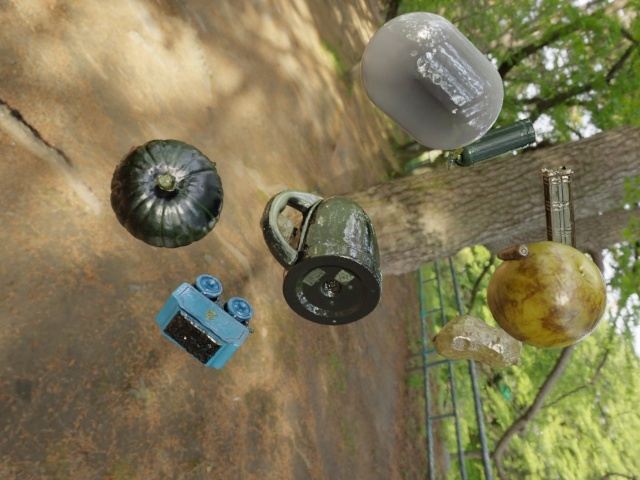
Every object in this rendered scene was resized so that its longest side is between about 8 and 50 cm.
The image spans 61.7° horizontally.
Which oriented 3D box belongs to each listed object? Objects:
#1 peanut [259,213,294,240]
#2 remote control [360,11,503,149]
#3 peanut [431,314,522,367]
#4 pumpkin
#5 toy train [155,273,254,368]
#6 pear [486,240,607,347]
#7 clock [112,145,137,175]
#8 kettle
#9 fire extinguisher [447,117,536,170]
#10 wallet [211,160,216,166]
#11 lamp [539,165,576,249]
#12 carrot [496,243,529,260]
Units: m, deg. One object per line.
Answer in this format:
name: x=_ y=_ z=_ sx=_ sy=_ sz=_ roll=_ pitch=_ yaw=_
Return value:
peanut: x=-0.146 y=-0.048 z=1.804 sx=0.098 sy=0.090 sz=0.214 roll=48 pitch=-6 yaw=-29
remote control: x=0.235 y=-0.324 z=1.123 sx=0.332 sy=0.221 sz=0.103 roll=36 pitch=31 yaw=-21
peanut: x=0.522 y=0.328 z=1.773 sx=0.143 sy=0.292 sz=0.159 roll=99 pitch=1 yaw=-69
pumpkin: x=-0.336 y=-0.105 z=1.179 sx=0.216 sy=0.250 sz=0.249 roll=152 pitch=-82 yaw=-75
toy train: x=-0.390 y=0.281 z=1.867 sx=0.300 sy=0.188 sz=0.265 roll=38 pitch=27 yaw=-3
pear: x=0.549 y=0.135 z=1.313 sx=0.281 sy=0.281 sz=0.280 roll=-21 pitch=90 yaw=-74
clock: x=-0.722 y=-0.287 z=2.089 sx=0.061 sy=0.155 sz=0.113 roll=47 pitch=15 yaw=15
kettle: x=0.000 y=0.000 z=1.321 sx=0.321 sy=0.228 sz=0.324 roll=26 pitch=36 yaw=-15
fire extinguisher: x=0.554 y=-0.310 z=1.780 sx=0.095 sy=0.312 sz=0.114 roll=74 pitch=-2 yaw=-46
wallet: x=-0.437 y=-0.276 z=1.905 sx=0.198 sy=0.110 sz=0.031 roll=-155 pitch=-107 yaw=-69
lamp: x=0.812 y=-0.085 z=1.820 sx=0.090 sy=0.089 sz=0.325 roll=-59 pitch=140 yaw=-75
carrot: x=0.424 y=0.030 z=1.200 sx=0.165 sy=0.036 sz=0.035 roll=110 pitch=-39 yaw=-84
